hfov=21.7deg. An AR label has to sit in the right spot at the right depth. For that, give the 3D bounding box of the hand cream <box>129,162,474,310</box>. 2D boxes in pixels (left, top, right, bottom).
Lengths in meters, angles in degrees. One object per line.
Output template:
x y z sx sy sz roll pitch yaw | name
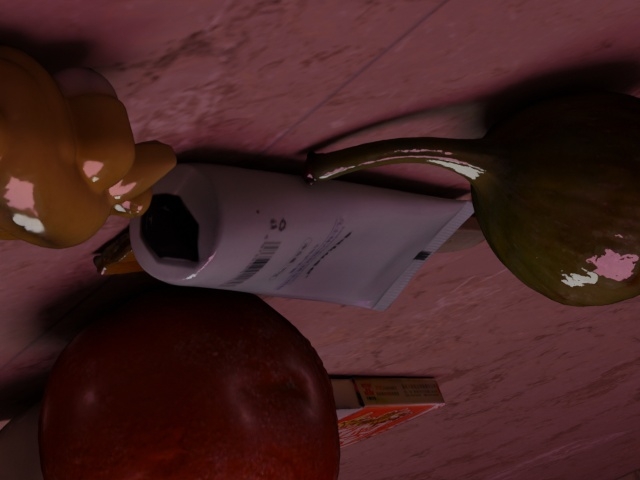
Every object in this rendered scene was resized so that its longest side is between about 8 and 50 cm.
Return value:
-0.003 0.003 1.072 0.109 0.067 0.320 -49 152 19 | hand cream

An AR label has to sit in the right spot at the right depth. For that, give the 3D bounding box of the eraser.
0.009 0.187 1.758 0.157 0.038 0.230 -26 163 29 | eraser

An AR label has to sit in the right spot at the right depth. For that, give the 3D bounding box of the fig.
0.112 -0.040 1.028 0.245 0.149 0.149 11 153 -21 | fig

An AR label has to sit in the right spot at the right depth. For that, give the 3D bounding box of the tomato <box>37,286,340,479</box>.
-0.095 0.126 1.184 0.232 0.189 0.232 -6 178 0 | tomato

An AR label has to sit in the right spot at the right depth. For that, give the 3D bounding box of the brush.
0.000 0.000 1.156 0.336 0.020 0.085 -3 158 -41 | brush

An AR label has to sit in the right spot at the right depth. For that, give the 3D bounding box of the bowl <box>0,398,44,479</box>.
-0.157 0.223 1.335 0.277 0.277 0.145 -10 145 -24 | bowl

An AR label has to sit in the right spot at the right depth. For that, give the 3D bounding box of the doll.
-0.153 -0.054 0.706 0.117 0.086 0.291 -17 162 15 | doll
